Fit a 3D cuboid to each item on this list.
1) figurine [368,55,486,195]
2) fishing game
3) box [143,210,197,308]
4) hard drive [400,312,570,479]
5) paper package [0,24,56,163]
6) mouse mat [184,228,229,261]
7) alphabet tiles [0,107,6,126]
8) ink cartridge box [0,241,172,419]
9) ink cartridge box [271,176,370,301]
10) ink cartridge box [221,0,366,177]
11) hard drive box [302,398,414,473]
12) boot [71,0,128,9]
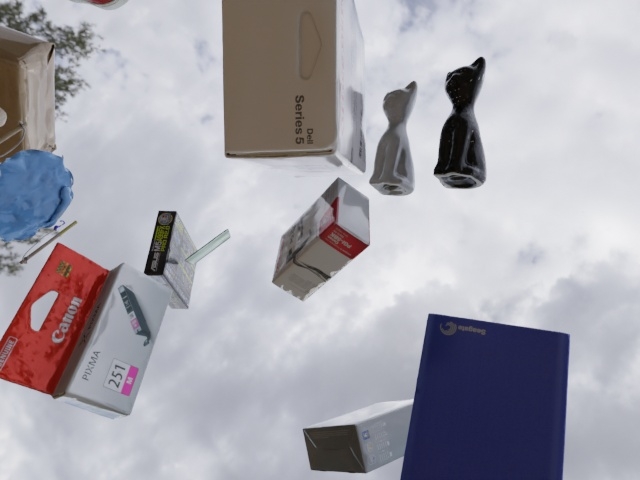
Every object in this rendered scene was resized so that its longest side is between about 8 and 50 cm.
[{"bbox_3d":[0.182,-0.192,0.784,0.214,0.092,0.210,-2,-103,45],"label":"figurine"},{"bbox_3d":[-0.543,-0.087,0.836,0.041,0.189,0.264,27,-33,15],"label":"fishing game"},{"bbox_3d":[-0.459,0.068,1.421,0.060,0.270,0.217,0,-119,1],"label":"box"},{"bbox_3d":[0.238,0.278,0.665,0.210,0.040,0.319,5,-113,25],"label":"hard drive"},{"bbox_3d":[-0.852,-0.379,1.120,0.324,0.168,0.310,17,-55,-9],"label":"paper package"},{"bbox_3d":[-0.336,0.022,1.373,0.152,0.189,0.007,-38,-91,-11],"label":"mouse mat"},{"bbox_3d":[-0.432,-0.111,0.365,0.284,0.278,0.021,38,-59,-9],"label":"alphabet tiles"},{"bbox_3d":[-0.427,0.159,0.852,0.060,0.239,0.275,-23,-137,32],"label":"ink cartridge box"},{"bbox_3d":[0.000,0.000,0.592,0.056,0.099,0.135,32,-55,-21],"label":"ink cartridge box"},{"bbox_3d":[-0.013,-0.183,0.536,0.114,0.273,0.199,0,-86,11],"label":"ink cartridge box"},{"bbox_3d":[0.110,0.408,0.962,0.181,0.232,0.089,-30,-112,48],"label":"hard drive box"},{"bbox_3d":[-0.522,-0.556,0.932,0.244,0.176,0.089,14,-84,24],"label":"boot"}]
